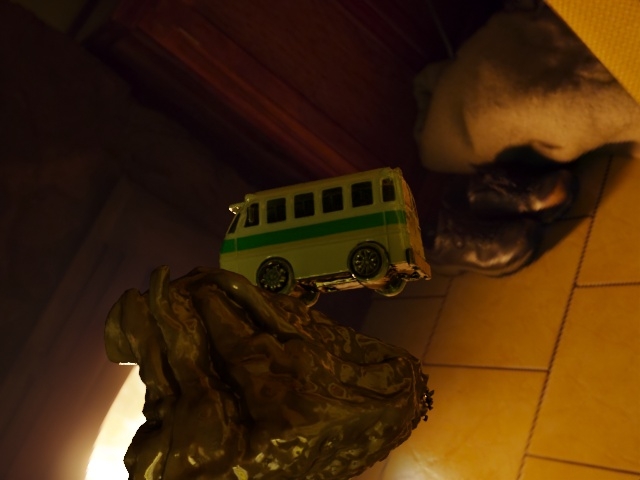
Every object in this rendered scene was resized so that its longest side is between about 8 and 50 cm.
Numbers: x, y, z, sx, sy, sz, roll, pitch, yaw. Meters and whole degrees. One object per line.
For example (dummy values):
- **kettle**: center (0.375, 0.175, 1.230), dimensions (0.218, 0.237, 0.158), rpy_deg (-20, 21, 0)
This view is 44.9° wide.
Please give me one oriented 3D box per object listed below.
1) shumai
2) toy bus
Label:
- **shumai**: center (-0.056, 0.092, 0.561), dimensions (0.218, 0.185, 0.184), rpy_deg (-21, 12, 18)
- **toy bus**: center (0.000, 0.000, 1.064), dimensions (0.276, 0.133, 0.165), rpy_deg (-9, 75, 16)
